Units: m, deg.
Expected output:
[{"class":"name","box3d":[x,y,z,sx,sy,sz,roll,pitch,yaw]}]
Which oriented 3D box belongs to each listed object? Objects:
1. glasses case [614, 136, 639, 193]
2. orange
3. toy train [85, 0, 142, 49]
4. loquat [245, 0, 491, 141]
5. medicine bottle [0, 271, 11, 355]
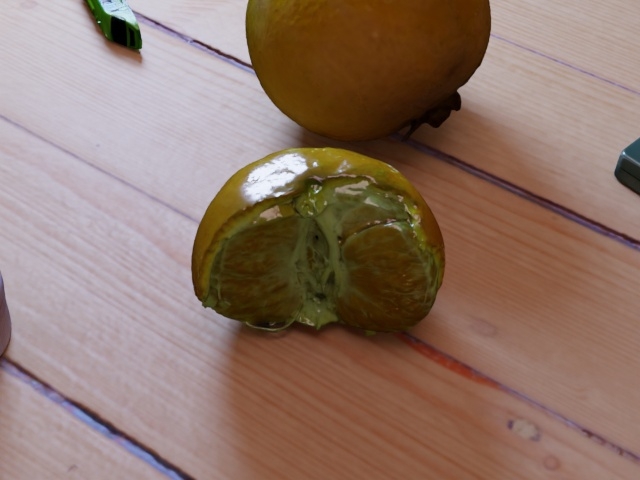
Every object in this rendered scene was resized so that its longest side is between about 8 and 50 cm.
[{"class":"glasses case","box3d":[0.429,-0.110,1.150,0.184,0.039,0.078,-33,57,-29]},{"class":"orange","box3d":[-0.003,-0.004,0.928,0.237,0.179,0.158,-1,50,-3]},{"class":"toy train","box3d":[-0.287,-0.317,1.289,0.042,0.044,0.209,-17,50,-19]},{"class":"loquat","box3d":[0.063,-0.236,1.109,0.275,0.274,0.274,2,47,-2]},{"class":"medicine bottle","box3d":[-0.353,0.008,0.846,0.133,0.249,0.133,3,47,-3]}]
